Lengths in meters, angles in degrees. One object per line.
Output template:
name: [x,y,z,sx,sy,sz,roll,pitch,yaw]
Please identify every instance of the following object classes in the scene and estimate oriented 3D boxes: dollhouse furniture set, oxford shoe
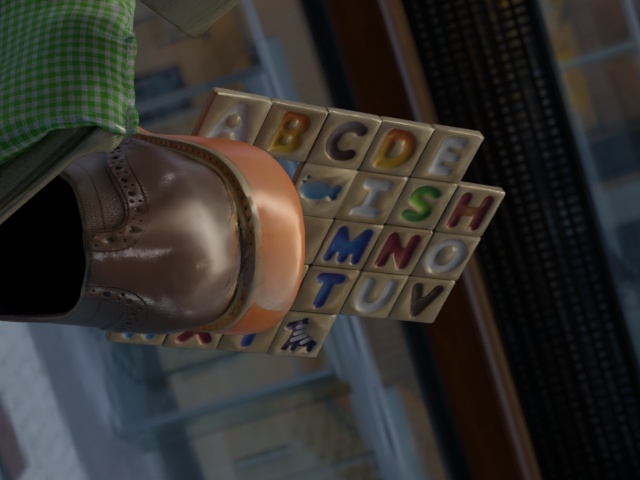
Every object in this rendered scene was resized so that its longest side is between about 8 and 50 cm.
dollhouse furniture set: [-0.135,-0.143,0.714,0.151,0.301,0.197,38,30,-27]
oxford shoe: [-0.166,-0.019,0.902,0.364,0.133,0.130,5,-83,52]

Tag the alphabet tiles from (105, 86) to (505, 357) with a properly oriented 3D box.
alphabet tiles: [0.000,0.000,1.059,0.198,0.237,0.009,-64,-145,30]
